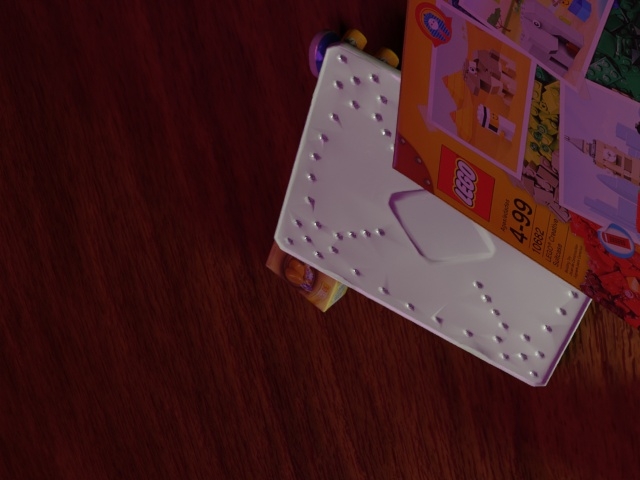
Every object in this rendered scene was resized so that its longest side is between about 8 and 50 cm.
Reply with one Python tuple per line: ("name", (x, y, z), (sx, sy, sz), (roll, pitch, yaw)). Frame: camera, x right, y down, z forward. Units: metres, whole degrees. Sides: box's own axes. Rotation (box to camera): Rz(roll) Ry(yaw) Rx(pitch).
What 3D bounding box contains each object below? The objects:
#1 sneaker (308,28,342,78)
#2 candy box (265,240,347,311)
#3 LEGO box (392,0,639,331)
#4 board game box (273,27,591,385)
("sneaker", (0.042, -0.183, 2.223), (0.084, 0.058, 0.152), (22, 143, 40))
("candy box", (0.000, 0.000, 2.454), (0.109, 0.053, 0.187), (39, 146, 12))
("LEGO box", (0.275, -0.188, 1.650), (0.372, 0.193, 0.500), (34, 147, 24))
("board game box", (0.153, -0.032, 2.202), (0.390, 0.050, 0.390), (28, 143, 8))
